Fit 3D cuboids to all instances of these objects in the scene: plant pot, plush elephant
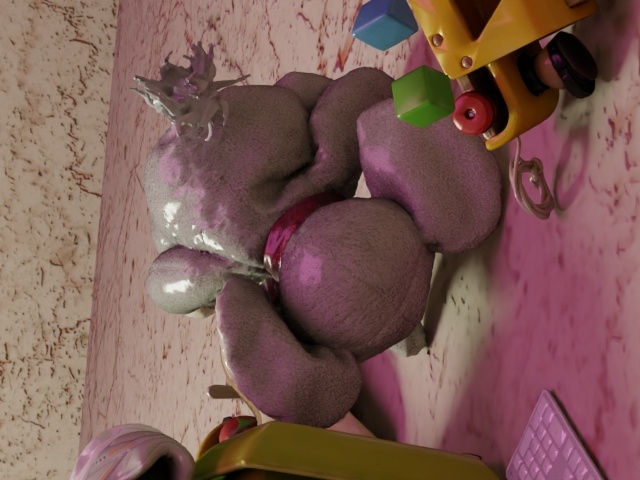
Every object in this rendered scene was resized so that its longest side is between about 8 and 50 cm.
[{"bbox_3d":[0.004,0.247,0.984,0.227,0.228,0.207,140,141,-67],"label":"plant pot"},{"bbox_3d":[0.000,0.000,1.080,0.255,0.272,0.330,48,180,20],"label":"plush elephant"}]

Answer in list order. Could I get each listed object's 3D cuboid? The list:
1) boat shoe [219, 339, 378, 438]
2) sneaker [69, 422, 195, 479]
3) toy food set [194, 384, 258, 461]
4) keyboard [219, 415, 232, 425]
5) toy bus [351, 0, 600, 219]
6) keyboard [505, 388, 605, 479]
[{"bbox_3d":[-0.014,0.139,1.297,0.098,0.109,0.302,-42,27,5],"label":"boat shoe"},{"bbox_3d":[-0.153,0.249,0.950,0.121,0.099,0.262,154,131,-67],"label":"sneaker"},{"bbox_3d":[-0.056,0.239,1.367,0.071,0.128,0.218,-20,60,50],"label":"toy food set"},{"bbox_3d":[-0.108,0.296,1.667,0.180,0.023,0.108,-123,41,-65],"label":"keyboard"},{"bbox_3d":[0.124,-0.145,0.881,0.104,0.202,0.191,-25,49,36],"label":"toy bus"},{"bbox_3d":[0.164,0.187,0.816,0.256,0.014,0.072,-115,34,-58],"label":"keyboard"}]
